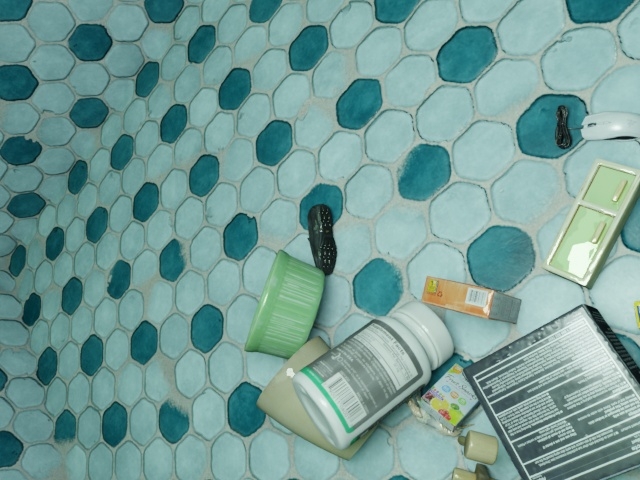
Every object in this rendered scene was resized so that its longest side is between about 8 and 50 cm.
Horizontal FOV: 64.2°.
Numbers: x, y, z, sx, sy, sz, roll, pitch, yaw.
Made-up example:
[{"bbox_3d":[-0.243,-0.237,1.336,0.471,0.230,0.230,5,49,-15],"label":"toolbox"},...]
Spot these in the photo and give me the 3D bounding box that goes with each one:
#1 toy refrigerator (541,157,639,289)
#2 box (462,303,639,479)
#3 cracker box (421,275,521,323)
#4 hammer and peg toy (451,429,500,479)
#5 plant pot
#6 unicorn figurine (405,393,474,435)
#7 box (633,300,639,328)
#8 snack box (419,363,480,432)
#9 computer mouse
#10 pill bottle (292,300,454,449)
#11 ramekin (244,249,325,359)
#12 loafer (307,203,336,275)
[{"bbox_3d":[0.606,-0.036,1.132,0.102,0.094,0.269,29,97,36],"label":"toy refrigerator"},{"bbox_3d":[0.515,0.335,1.062,0.296,0.183,0.294,-38,60,25],"label":"box"},{"bbox_3d":[0.355,0.140,1.184,0.156,0.232,0.067,11,86,36],"label":"cracker box"},{"bbox_3d":[0.345,0.589,1.100,0.128,0.266,0.361,11,86,14],"label":"hammer and peg toy"},{"bbox_3d":[0.013,0.445,1.372,0.274,0.256,0.256,40,104,17],"label":"plant pot"},{"bbox_3d":[0.278,0.437,1.263,0.060,0.162,0.111,-68,27,10],"label":"unicorn figurine"},{"bbox_3d":[0.662,0.151,1.007,0.059,0.169,0.054,-10,74,34],"label":"box"},{"bbox_3d":[0.322,0.375,1.225,0.100,0.141,0.037,36,145,34],"label":"snack box"},{"bbox_3d":[0.646,-0.269,1.184,0.193,0.042,0.105,5,82,35],"label":"computer mouse"},{"bbox_3d":[0.132,0.310,1.225,0.361,0.204,0.204,-30,55,-21],"label":"pill bottle"},{"bbox_3d":[-0.099,0.191,1.456,0.148,0.303,0.303,19,92,-6],"label":"ramekin"},{"bbox_3d":[0.000,0.000,1.565,0.078,0.076,0.223,-18,74,50],"label":"loafer"}]
